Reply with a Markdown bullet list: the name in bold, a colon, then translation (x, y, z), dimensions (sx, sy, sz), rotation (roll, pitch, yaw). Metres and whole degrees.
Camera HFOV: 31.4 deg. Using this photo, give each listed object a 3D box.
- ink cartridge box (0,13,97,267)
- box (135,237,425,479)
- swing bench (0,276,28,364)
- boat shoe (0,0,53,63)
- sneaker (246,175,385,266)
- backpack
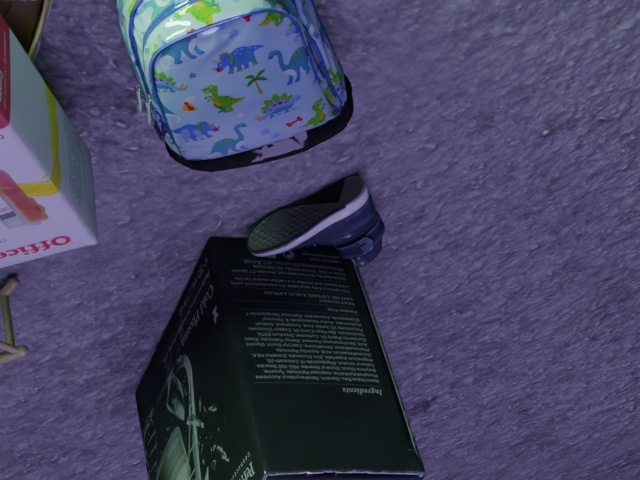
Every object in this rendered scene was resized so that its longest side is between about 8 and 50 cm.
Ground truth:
- **ink cartridge box**: translation (-0.469, -0.113, 1.398), dimensions (0.279, 0.160, 0.384), rotation (-14, 151, 4)
- **box**: translation (-0.098, 0.330, 1.984), dimensions (0.297, 0.471, 0.480), rotation (4, 136, -27)
- **swing bench**: translation (-0.643, 0.141, 1.781), dimensions (0.255, 0.165, 0.253), rotation (-36, 139, 22)
- **boat shoe**: translation (-0.380, -0.294, 1.415), dimensions (0.105, 0.089, 0.285), rotation (-2, 140, -19)
- **sneaker**: translation (0.001, 0.001, 1.935), dimensions (0.226, 0.086, 0.163), rotation (-25, 139, 6)
- **backpack**: translation (-0.121, -0.251, 1.476), dimensions (0.290, 0.273, 0.355), rotation (-13, 130, 3)
